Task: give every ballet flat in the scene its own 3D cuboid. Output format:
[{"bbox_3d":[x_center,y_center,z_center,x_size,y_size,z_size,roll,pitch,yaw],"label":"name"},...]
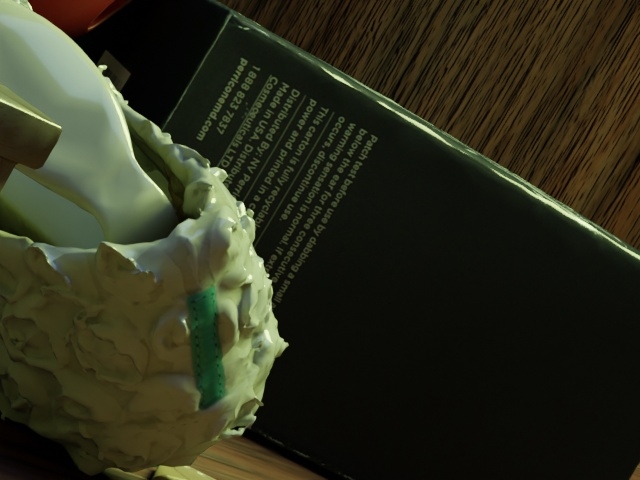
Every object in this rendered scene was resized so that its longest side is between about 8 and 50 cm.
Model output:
[{"bbox_3d":[-0.160,-0.077,0.746,0.409,0.147,0.147,39,7,25],"label":"ballet flat"}]

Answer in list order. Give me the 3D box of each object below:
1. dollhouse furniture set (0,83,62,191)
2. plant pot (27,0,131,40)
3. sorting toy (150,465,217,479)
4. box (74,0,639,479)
[{"bbox_3d":[-0.184,-0.027,0.427,0.183,0.129,0.129,35,6,39],"label":"dollhouse furniture set"},{"bbox_3d":[-0.177,-0.174,0.968,0.191,0.174,0.191,32,-24,16],"label":"plant pot"},{"bbox_3d":[-0.027,0.109,0.722,0.083,0.012,0.062,27,-1,-1],"label":"sorting toy"},{"bbox_3d":[0.000,0.000,1.071,0.312,0.179,0.343,30,4,-20],"label":"box"}]
